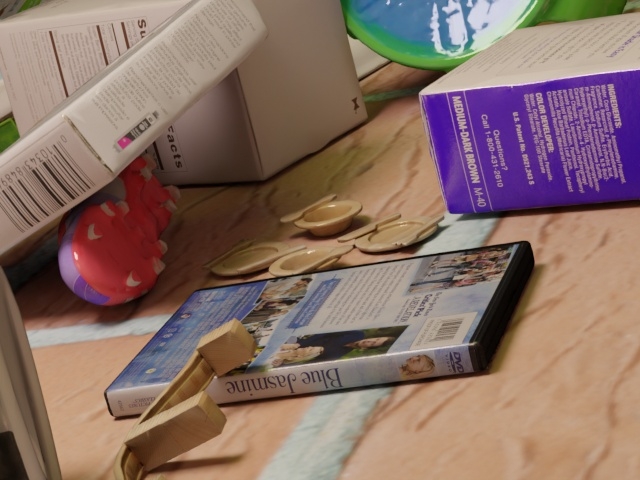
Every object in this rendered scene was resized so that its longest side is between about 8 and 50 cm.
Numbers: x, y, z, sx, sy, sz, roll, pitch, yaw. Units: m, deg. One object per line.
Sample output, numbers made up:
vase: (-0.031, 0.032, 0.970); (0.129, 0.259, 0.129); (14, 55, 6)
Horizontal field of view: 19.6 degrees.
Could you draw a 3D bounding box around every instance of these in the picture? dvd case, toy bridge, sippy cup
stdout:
dvd case: (0.004, 0.056, 1.218); (0.253, 0.022, 0.180); (-9, 17, 20)
toy bridge: (-0.086, 0.111, 1.079); (0.063, 0.026, 0.188); (-30, 18, 25)
sippy cup: (0.135, -0.275, 1.821); (0.240, 0.305, 0.224); (-34, -7, 12)

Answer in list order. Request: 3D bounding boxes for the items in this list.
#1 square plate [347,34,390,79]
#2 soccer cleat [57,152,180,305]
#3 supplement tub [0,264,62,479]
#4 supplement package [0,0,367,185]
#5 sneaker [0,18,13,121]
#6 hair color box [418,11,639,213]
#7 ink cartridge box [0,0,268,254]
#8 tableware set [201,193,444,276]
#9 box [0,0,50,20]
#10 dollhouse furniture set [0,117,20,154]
square plate: (-0.081, -0.197, 2.058); (0.347, 0.049, 0.344); (-2, 21, 36)
soccer cleat: (-0.173, 0.004, 1.468); (0.095, 0.083, 0.248); (-35, 14, 16)
supplement tub: (-0.311, 0.116, 1.000); (0.316, 0.193, 0.193); (-15, 17, -4)
supplement package: (-0.134, -0.159, 1.759); (0.293, 0.175, 0.177); (-2, 20, 37)
sneaker: (-0.463, -0.125, 1.900); (0.366, 0.150, 0.135); (-35, 5, -30)
hair color box: (0.268, -0.106, 1.367); (0.339, 0.110, 0.185); (-6, 18, 33)
ink cartridge box: (-0.193, -0.084, 1.511); (0.324, 0.071, 0.330); (-30, 10, 41)
tableware set: (0.000, 0.000, 1.404); (0.141, 0.020, 0.168); (-26, 20, -32)
box: (-0.429, -0.242, 2.047); (0.231, 0.127, 0.262); (-6, -37, -45)
dollhouse furniture set: (-0.342, -0.081, 1.951); (0.076, 0.058, 0.151); (-34, 5, -31)
